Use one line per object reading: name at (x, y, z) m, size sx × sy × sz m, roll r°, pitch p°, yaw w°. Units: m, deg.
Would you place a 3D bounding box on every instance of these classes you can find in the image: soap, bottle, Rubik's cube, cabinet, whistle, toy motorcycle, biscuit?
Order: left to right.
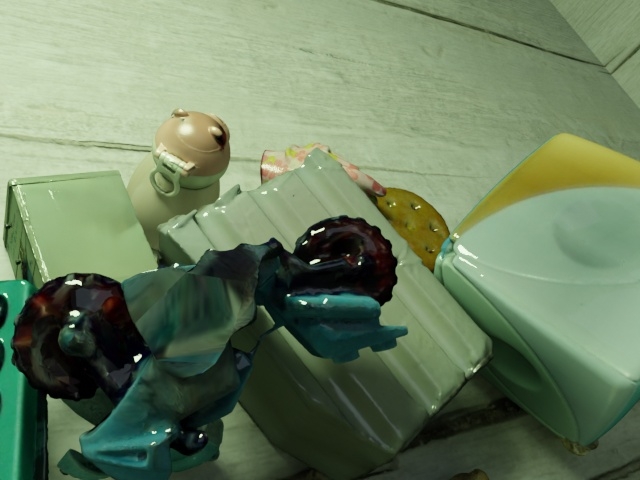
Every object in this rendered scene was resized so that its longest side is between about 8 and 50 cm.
cabinet at (-0.329, 0.034, 0.766) m, size 0.150 × 0.145 × 0.206 m, roll -11°, pitch 62°, yaw -38°
whistle at (-0.215, 0.204, 0.673) m, size 0.274 × 0.093 × 0.186 m, roll 47°, pitch 27°, yaw -34°
bottle at (-0.217, -0.103, 0.880) m, size 0.147 × 0.237 × 0.148 m, roll 17°, pitch 47°, yaw -19°
toy motorcycle at (-0.096, 0.116, 0.605) m, size 0.415 × 0.172 × 0.233 m, roll -13°, pitch 86°, yaw -20°
soap at (0.001, 0.118, 0.855) m, size 0.435 × 0.213 × 0.350 m, roll 48°, pitch 46°, yaw 10°
biscuit at (0.177, -0.013, 1.175) m, size 0.220 × 0.066 × 0.221 m, roll 16°, pitch 49°, yaw -19°
Rubik's cube at (0.421, 0.081, 0.942) m, size 0.352 × 0.352 × 0.347 m, roll -41°, pitch 60°, yaw -19°

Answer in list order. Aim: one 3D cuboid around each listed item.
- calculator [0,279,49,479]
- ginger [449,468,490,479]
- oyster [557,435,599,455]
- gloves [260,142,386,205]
calculator at (-0.423, 0.167, 0.571) m, size 0.273 × 0.058 × 0.249 m, roll -6°, pitch 69°, yaw -7°
ginger at (0.208, 0.426, 0.837) m, size 0.213 × 0.074 × 0.138 m, roll 1°, pitch 46°, yaw -36°
oyster at (0.466, 0.244, 1.121) m, size 0.166 × 0.110 × 0.342 m, roll -10°, pitch 63°, yaw -25°
gloves at (0.009, -0.123, 1.094) m, size 0.241 × 0.126 × 0.145 m, roll 2°, pitch 19°, yaw 7°
